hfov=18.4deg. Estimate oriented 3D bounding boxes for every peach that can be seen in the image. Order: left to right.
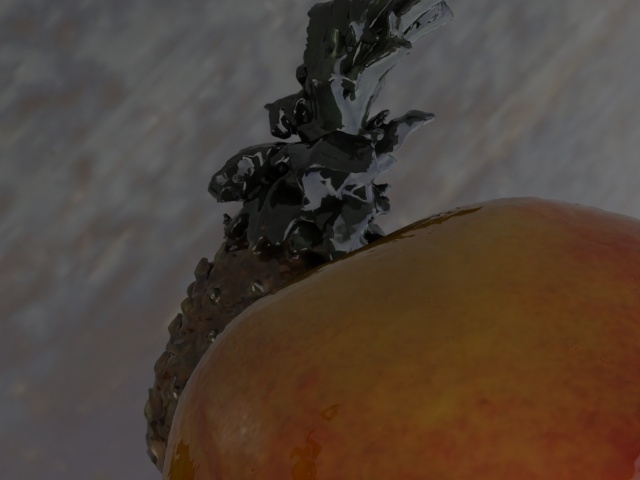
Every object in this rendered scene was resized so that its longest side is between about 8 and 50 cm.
[{"bbox_3d":[0.078,0.130,0.822,0.289,0.289,0.308,-47,-178,0],"label":"peach"}]

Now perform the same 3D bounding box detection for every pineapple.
[{"bbox_3d":[0.000,0.000,1.118,0.170,0.141,0.310,135,-29,-85],"label":"pineapple"}]
